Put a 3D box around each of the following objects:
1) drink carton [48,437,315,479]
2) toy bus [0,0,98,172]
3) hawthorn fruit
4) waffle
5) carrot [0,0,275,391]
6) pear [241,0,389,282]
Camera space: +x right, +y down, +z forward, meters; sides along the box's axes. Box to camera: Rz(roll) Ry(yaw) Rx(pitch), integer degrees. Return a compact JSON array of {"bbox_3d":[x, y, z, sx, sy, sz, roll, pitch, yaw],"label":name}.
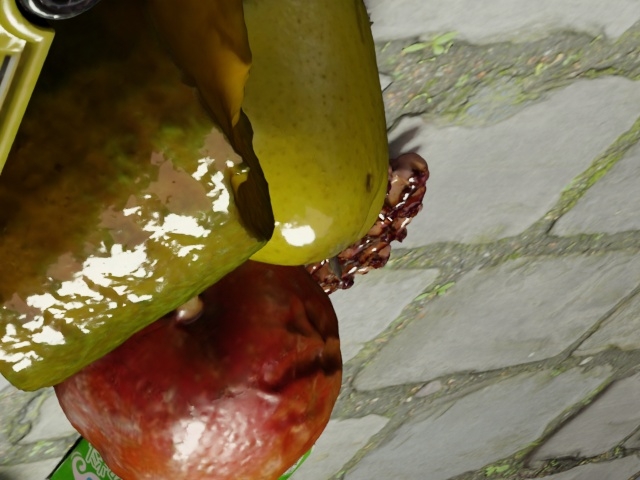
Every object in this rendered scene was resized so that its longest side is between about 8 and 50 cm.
[{"bbox_3d":[-0.133,0.219,1.867,0.108,0.161,0.271,-7,147,-46],"label":"drink carton"},{"bbox_3d":[-0.230,-0.079,0.967,0.151,0.145,0.331,-2,127,-46],"label":"toy bus"},{"bbox_3d":[-0.103,0.075,1.529,0.242,0.242,0.272,-29,155,-8],"label":"hawthorn fruit"},{"bbox_3d":[0.000,0.000,1.740,0.221,0.055,0.234,-25,161,-21],"label":"waffle"},{"bbox_3d":[-0.142,-0.066,1.184,0.340,0.241,0.241,-35,157,13],"label":"carrot"},{"bbox_3d":[-0.029,-0.062,1.420,0.267,0.178,0.267,-29,154,-16],"label":"pear"}]
